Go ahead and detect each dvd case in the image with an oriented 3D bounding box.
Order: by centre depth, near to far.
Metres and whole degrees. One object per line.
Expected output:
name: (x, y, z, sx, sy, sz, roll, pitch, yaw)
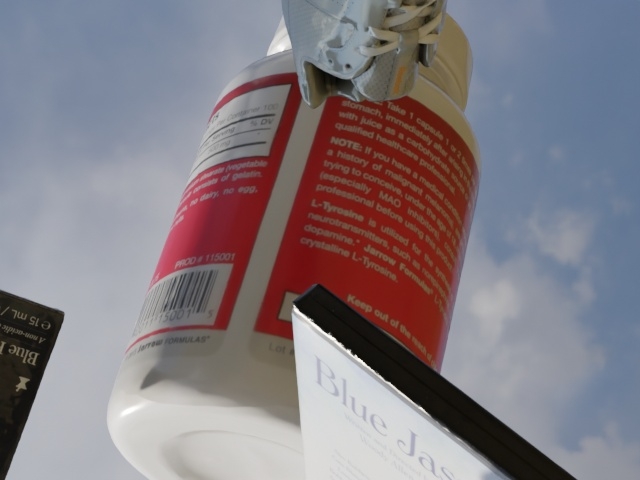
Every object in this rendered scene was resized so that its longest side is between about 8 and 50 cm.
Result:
dvd case: (0.059, 0.149, 0.660, 0.022, 0.180, 0.253, -39, -30, -26)

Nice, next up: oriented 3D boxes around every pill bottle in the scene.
pill bottle: (0.000, 0.000, 1.018, 0.229, 0.229, 0.407, 49, -134, -41)

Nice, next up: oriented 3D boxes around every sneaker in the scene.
sneaker: (0.047, -0.144, 0.708, 0.099, 0.262, 0.121, -5, -97, -18)

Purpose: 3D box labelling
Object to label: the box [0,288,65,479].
box: (-0.273, 0.092, 0.849, 0.156, 0.093, 0.158, 22, -97, -25)
